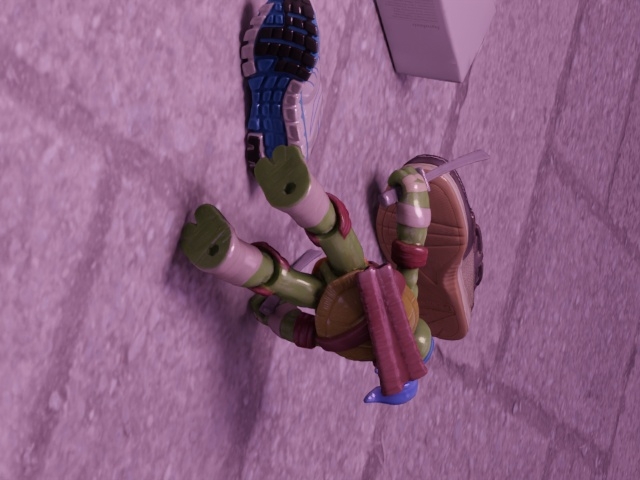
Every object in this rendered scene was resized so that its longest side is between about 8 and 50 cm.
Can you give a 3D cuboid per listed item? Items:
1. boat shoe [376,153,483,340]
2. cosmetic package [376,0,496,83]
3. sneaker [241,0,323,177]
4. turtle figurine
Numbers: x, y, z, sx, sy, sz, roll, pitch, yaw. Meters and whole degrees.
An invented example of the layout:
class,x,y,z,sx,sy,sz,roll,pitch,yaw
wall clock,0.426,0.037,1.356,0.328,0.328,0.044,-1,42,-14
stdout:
class,x,y,z,sx,sy,sz,roll,pitch,yaw
boat shoe,0.128,-0.004,2.044,0.285,0.103,0.092,75,29,-48
cosmetic package,0.110,-0.285,1.919,0.117,0.085,0.231,-63,151,-33
sneaker,-0.028,-0.147,1.705,0.083,0.071,0.190,-50,150,-58
turtle figurine,0.000,0.000,1.704,0.266,0.198,0.274,37,54,-45
